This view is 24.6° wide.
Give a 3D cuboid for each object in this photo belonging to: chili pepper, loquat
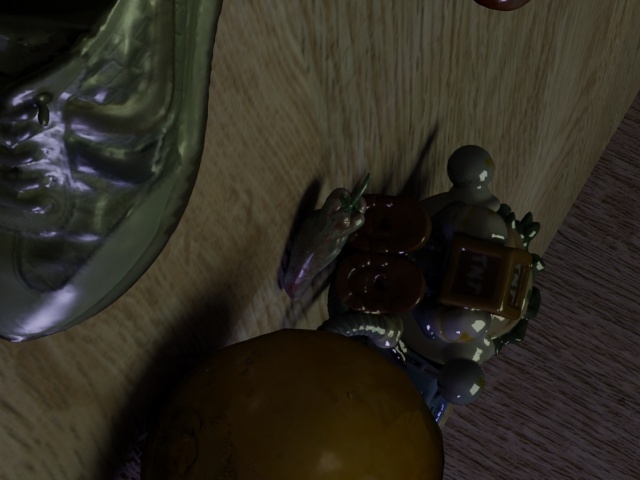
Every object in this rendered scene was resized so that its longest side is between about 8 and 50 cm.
[{"bbox_3d":[-0.001,-0.001,1.226,0.050,0.041,0.153,-19,157,-42],"label":"chili pepper"},{"bbox_3d":[-0.022,0.178,1.102,0.235,0.235,0.235,-56,166,-21],"label":"loquat"}]

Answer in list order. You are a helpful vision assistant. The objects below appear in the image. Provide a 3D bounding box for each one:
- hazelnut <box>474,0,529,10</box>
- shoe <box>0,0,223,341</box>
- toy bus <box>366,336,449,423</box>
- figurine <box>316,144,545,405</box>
[{"bbox_3d":[0.157,-0.237,1.244,0.086,0.086,0.086,-56,166,-21],"label":"hazelnut"},{"bbox_3d":[-0.105,-0.071,0.561,0.098,0.103,0.275,-39,149,-56],"label":"shoe"},{"bbox_3d":[0.093,0.175,1.764,0.133,0.125,0.292,-39,156,-57],"label":"toy bus"},{"bbox_3d":[0.131,0.028,1.490,0.382,0.186,0.261,20,88,-71],"label":"figurine"}]
